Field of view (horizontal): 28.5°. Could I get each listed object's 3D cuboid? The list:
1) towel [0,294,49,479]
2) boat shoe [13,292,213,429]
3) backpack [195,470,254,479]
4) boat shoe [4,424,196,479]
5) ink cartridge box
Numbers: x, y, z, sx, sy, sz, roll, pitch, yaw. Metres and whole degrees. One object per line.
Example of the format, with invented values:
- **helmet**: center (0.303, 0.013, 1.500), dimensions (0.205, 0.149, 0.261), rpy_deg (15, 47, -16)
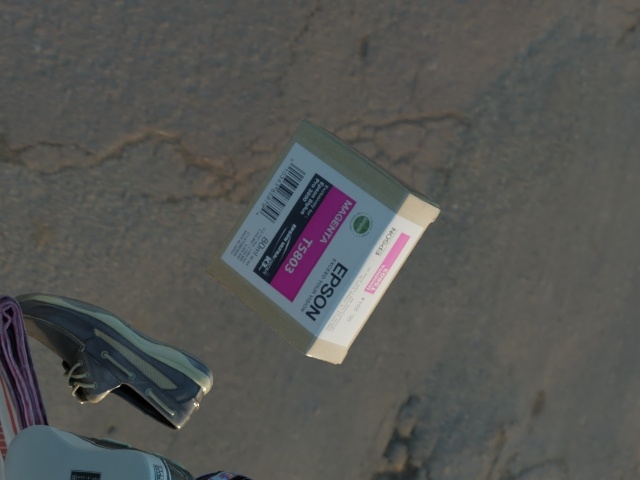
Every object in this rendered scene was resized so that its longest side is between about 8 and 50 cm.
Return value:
- **towel**: center (-0.359, 0.190, 1.363), dimensions (0.037, 0.329, 0.237), rpy_deg (-13, 88, -29)
- **boat shoe**: center (-0.348, 0.198, 2.033), dimensions (0.355, 0.132, 0.130), rpy_deg (25, 65, -9)
- **backpack**: center (-0.112, 0.329, 1.293), dimensions (0.173, 0.158, 0.117), rpy_deg (-45, 131, -32)
- **boat shoe**: center (-0.204, 0.219, 1.151), dimensions (0.070, 0.219, 0.078), rpy_deg (21, 77, -48)
- **ink cartridge box**: center (0.000, 0.000, 1.540), dimensions (0.235, 0.193, 0.088), rpy_deg (-58, 147, 6)
